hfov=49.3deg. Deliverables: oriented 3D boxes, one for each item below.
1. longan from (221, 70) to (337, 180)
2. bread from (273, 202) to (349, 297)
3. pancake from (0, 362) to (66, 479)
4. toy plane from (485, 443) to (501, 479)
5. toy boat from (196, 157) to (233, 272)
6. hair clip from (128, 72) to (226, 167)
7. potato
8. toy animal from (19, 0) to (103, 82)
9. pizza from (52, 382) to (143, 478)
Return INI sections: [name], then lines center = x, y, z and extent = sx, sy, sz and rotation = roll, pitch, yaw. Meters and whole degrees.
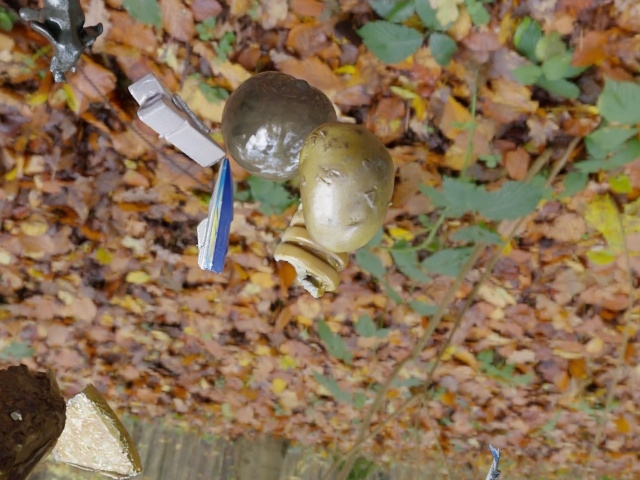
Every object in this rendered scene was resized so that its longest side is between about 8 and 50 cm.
[longan]
center = -0.104, -0.288, 1.776
extent = 0.297, 0.297, 0.297
rotation = 7, 163, 2
[bread]
center = 0.000, 0.000, 1.104
extent = 0.119, 0.177, 0.084
rotation = 37, 156, -32
[pancake]
center = -0.449, 0.268, 0.970
extent = 0.257, 0.056, 0.212
rotation = -8, -136, -49
[toy plane]
center = 0.262, 0.355, 1.064
extent = 0.024, 0.084, 0.078
rotation = 8, 163, 22
[toy boat]
center = -0.270, -0.072, 1.824
extent = 0.088, 0.295, 0.129
rotation = 10, -167, -6
[hair clip]
center = -0.313, -0.254, 1.539
extent = 0.085, 0.101, 0.331
rotation = -26, 165, 8
[potato]
center = 0.034, -0.073, 0.932
extent = 0.137, 0.176, 0.137
rotation = -12, -176, 1
[toy animal]
center = -0.449, -0.389, 1.176
extent = 0.114, 0.245, 0.146
rotation = -25, -152, -31
[pizza]
center = -0.435, 0.346, 1.325
extent = 0.188, 0.204, 0.080
rotation = 0, -155, 25
